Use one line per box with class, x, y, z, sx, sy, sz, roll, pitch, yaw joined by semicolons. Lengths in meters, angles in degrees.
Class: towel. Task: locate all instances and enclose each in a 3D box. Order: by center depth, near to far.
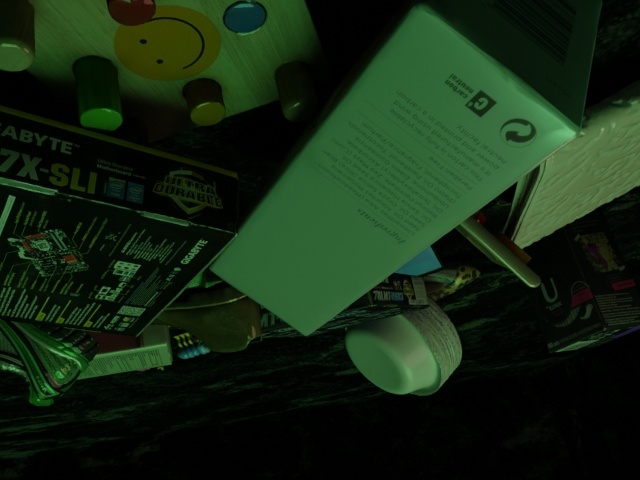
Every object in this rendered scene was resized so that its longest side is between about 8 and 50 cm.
towel;0.438;-0.130;0.946;0.332;0.053;0.317;-28;154;-9

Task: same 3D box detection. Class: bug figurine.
bug figurine;-0.397;0.259;1.465;0.216;0.072;0.279;-20;156;16

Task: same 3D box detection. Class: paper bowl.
paper bowl;0.170;0.239;1.419;0.148;0.284;0.284;-40;171;-30

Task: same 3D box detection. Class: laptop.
laptop;0.112;0.071;1.213;0.234;0.136;0.264;-21;-172;17

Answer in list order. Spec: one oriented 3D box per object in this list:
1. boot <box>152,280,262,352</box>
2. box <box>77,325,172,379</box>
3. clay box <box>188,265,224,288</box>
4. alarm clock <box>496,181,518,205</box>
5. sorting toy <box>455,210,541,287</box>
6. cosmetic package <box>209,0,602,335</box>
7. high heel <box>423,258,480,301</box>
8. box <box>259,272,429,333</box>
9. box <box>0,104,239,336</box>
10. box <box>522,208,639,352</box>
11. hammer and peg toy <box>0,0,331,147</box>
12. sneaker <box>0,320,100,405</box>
boot;-0.214;0.138;1.045;0.305;0.115;0.112;-11;-170;44
box;-0.425;0.190;1.229;0.232;0.127;0.148;-7;155;-13
clay box;-0.152;0.078;1.212;0.222;0.053;0.127;-6;155;-17
alarm clock;0.362;-0.104;1.067;0.129;0.064;0.192;-7;159;-13
sorting toy;0.251;-0.018;0.980;0.038;0.193;0.208;-48;-170;7
cosmetic package;0.064;-0.096;0.671;0.161;0.230;0.453;35;140;-9
high heel;0.274;0.136;1.501;0.186;0.093;0.261;-2;146;-10
box;0.018;0.124;1.136;0.295;0.073;0.293;-18;164;26
box;-0.267;0.005;0.645;0.257;0.079;0.322;15;147;-28
box;0.549;0.085;1.314;0.143;0.270;0.165;-1;153;-25
hammer and peg toy;-0.142;-0.203;0.498;0.266;0.127;0.361;-16;156;7
sneaker;-0.514;0.129;0.903;0.343;0.146;0.134;32;159;-12
